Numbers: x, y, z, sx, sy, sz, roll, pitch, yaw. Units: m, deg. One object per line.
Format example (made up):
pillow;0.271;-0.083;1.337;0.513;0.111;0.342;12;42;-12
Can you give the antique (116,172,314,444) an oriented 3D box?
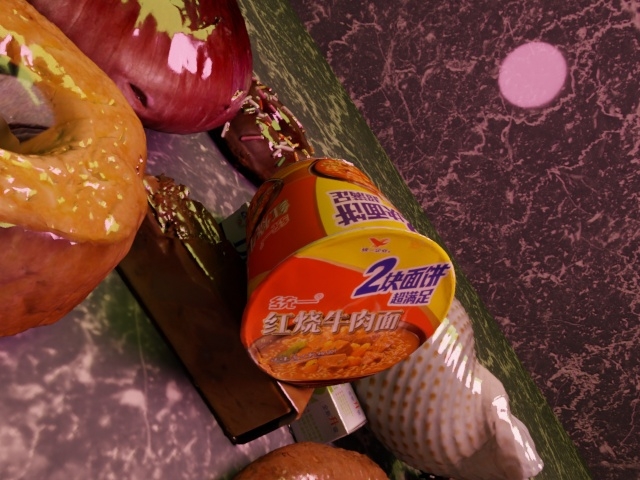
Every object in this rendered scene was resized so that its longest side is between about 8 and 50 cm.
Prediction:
antique;-0.129;0.066;0.522;0.310;0.093;0.087;57;21;-2

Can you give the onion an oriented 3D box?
onion;-0.216;-0.304;0.579;0.347;0.285;0.348;36;28;-22

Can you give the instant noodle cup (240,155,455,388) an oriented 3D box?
instant noodle cup;0.010;0.022;0.501;0.213;0.213;0.174;41;17;-38

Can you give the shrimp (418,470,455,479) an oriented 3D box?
shrimp;0.222;0.421;0.755;0.343;0.145;0.117;25;52;-41

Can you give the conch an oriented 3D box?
conch;0.152;0.222;0.700;0.303;0.215;0.319;54;13;-50

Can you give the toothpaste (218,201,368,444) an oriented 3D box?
toothpaste;-0.051;0.110;0.650;0.067;0.081;0.337;5;56;-62

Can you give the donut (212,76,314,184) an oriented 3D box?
donut;-0.109;-0.211;0.933;0.269;0.103;0.270;45;25;-27

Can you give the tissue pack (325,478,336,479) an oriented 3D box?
tissue pack;0.036;0.361;0.409;0.186;0.090;0.222;-44;103;-33

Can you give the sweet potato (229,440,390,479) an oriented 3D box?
sweet potato;0.027;0.306;0.551;0.341;0.092;0.114;43;49;-33

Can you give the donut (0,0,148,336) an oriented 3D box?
donut;-0.271;-0.075;0.323;0.299;0.150;0.317;63;22;7
